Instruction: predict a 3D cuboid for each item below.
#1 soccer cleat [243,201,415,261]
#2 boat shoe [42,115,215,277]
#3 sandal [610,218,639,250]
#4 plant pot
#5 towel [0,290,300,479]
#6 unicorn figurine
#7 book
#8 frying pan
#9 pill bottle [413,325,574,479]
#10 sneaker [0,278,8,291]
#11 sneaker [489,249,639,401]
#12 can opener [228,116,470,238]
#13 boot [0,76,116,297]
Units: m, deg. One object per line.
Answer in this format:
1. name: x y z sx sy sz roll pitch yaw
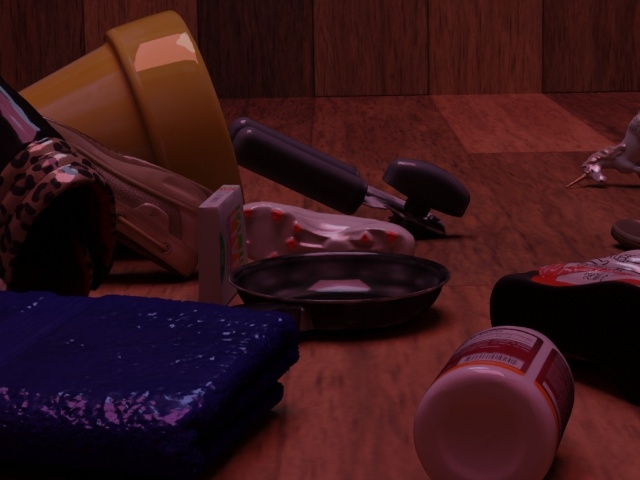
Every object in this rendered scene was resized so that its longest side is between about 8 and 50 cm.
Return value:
1. soccer cleat: 0.000 0.000 1.648 0.196 0.068 0.076 8 7 8
2. boat shoe: -0.252 -0.053 1.603 0.302 0.098 0.109 22 -10 -4
3. sandal: 0.382 -0.010 1.688 0.072 0.049 0.180 -7 12 -31
4. plant pot: -0.234 -0.098 1.768 0.239 0.254 0.254 -19 14 -9
5. towel: -0.187 0.101 1.101 0.308 0.076 0.227 3 18 18
6. unicorn figurine: 0.419 -0.115 2.145 0.111 0.162 0.060 32 16 17
7. book: -0.096 0.004 1.531 0.035 0.096 0.144 0 11 6
8. frying pan: 0.013 0.055 1.368 0.197 0.053 0.326 0 12 4
9. pill bottle: 0.113 0.102 1.003 0.086 0.086 0.152 2 10 15
10. sneaker: -0.352 0.076 1.248 0.237 0.085 0.086 -16 -8 -45
11. sneaker: 0.260 0.059 1.213 0.145 0.090 0.270 -10 11 -28
12. can opener: 0.029 -0.075 1.796 0.280 0.093 0.074 20 13 -18
13. boot: -0.321 -0.028 1.454 0.138 0.377 0.284 -26 60 -38
